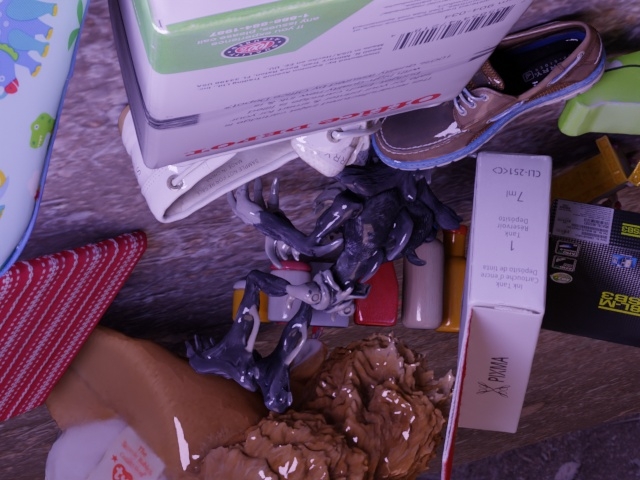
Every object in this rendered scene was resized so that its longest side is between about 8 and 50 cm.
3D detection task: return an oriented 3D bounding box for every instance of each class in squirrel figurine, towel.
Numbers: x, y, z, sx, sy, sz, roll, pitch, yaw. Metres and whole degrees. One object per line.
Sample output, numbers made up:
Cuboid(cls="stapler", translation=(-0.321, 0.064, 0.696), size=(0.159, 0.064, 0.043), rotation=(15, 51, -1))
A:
Cuboid(cls="squirrel figurine", translation=(-0.063, 0.212, 1.616), size=(0.396, 0.281, 0.370), rotation=(2, 180, 26))
Cuboid(cls="towel", translation=(-0.255, 0.083, 1.301), size=(0.199, 0.031, 0.275), rotation=(-54, 165, 22))

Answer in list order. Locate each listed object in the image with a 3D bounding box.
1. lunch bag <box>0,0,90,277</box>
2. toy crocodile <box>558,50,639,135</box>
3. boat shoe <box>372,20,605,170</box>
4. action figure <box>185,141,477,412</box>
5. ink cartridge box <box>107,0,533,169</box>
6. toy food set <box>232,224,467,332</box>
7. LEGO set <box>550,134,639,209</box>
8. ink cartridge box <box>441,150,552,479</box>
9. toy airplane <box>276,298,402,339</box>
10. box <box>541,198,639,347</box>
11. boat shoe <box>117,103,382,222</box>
Cuboid(cls="lunch bag", translation=(-0.196, -0.089, 0.733), size=(0.090, 0.219, 0.176), rotation=(22, -169, 37))
Cuboid(cls="toy crocodile", translation=(0.349, -0.130, 1.301), size=(0.340, 0.105, 0.115), rotation=(-12, 163, -13))
Cuboid(cls="boat shoe", translation=(0.117, -0.114, 1.214), size=(0.183, 0.066, 0.066), rotation=(-28, 158, 3))
Cuboid(cls="action figure", translation=(0.000, 0.000, 1.341), size=(0.164, 0.141, 0.276), rotation=(17, 117, -49))
Cuboid(cls="ink cartridge box", translation=(-0.005, -0.136, 0.857), size=(0.198, 0.115, 0.273), rotation=(-14, 172, -9))
Cuboid(cls="toy food set", translation=(0.035, 0.029, 1.584), size=(0.232, 0.105, 0.111), rotation=(3, 175, -4))
Cuboid(cls="LEGO set", translation=(0.304, -0.029, 1.538), size=(0.287, 0.132, 0.107), rotation=(-4, 177, 28))
Cuboid(cls="ink cartridge box", translation=(0.142, 0.107, 1.394), size=(0.066, 0.261, 0.296), rotation=(5, 156, 5))
Cuboid(cls="toy airplane", translation=(0.015, 0.076, 1.774), size=(0.151, 0.028, 0.151), rotation=(-14, 163, -4))
Cuboid(cls="box", translation=(0.282, 0.039, 1.454), size=(0.190, 0.045, 0.184), rotation=(11, 151, 6))
Cuboid(cls="boat shoe", translation=(0.000, -0.087, 1.112), size=(0.277, 0.096, 0.098), rotation=(-23, 162, 20))
